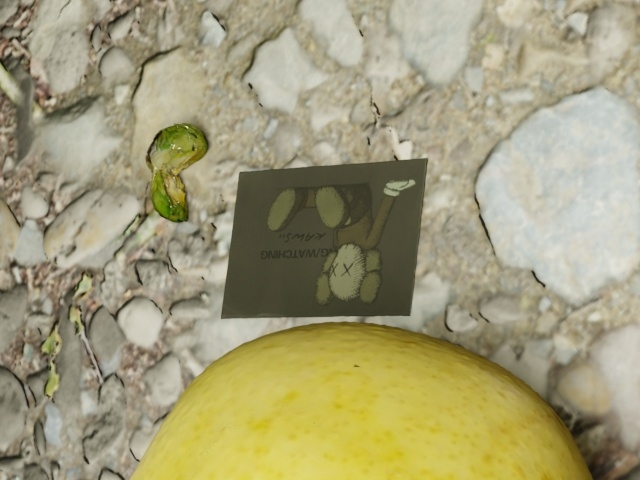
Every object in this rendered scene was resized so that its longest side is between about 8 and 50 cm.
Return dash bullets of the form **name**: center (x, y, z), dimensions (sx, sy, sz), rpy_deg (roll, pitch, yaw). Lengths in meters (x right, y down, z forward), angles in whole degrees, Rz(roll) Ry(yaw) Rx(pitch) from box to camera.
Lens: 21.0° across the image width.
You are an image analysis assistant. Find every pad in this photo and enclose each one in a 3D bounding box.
- **pad**: center (0.000, 0.000, 1.393), dimensions (0.190, 0.004, 0.127), rpy_deg (-3, 75, 36)

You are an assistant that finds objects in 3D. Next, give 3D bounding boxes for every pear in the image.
- **pear**: center (0.019, 0.218, 1.105), dimensions (0.348, 0.348, 0.348), rpy_deg (-11, 70, 33)

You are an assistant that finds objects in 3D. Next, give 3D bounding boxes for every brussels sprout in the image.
- **brussels sprout**: center (-0.127, -0.059, 1.477), dimensions (0.051, 0.046, 0.083), rpy_deg (10, 83, 44)
